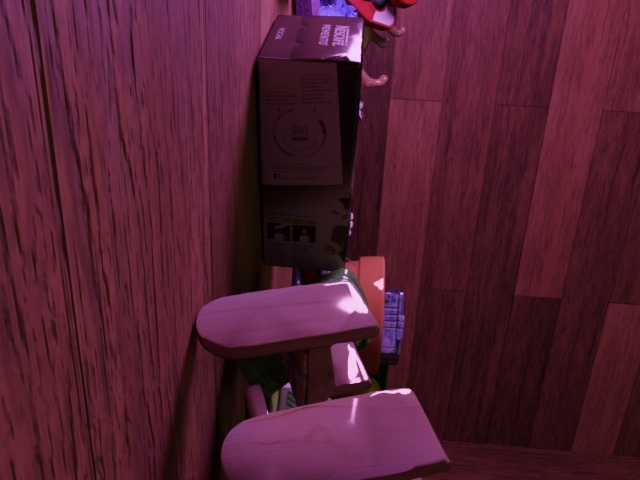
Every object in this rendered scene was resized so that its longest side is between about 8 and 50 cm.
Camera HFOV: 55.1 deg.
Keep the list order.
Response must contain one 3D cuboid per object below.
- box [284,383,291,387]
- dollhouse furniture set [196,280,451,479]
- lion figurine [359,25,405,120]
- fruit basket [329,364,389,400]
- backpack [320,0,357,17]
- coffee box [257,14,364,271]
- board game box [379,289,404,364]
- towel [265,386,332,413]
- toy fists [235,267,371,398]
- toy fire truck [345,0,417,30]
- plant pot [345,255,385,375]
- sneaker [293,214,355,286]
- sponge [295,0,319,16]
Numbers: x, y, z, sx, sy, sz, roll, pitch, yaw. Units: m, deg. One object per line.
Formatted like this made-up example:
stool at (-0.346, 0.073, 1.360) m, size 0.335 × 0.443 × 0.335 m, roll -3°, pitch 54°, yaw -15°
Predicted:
box at (-0.066, 0.314, 1.081) m, size 0.105 × 0.043 × 0.179 m, roll -78°, pitch 173°, yaw -67°
dollhouse furniture set at (-0.046, 0.298, 0.463) m, size 0.394 × 0.256 × 0.362 m, roll -118°, pitch -155°, yaw -53°
lion figurine at (0.087, -0.553, 1.707) m, size 0.142 × 0.240 × 0.392 m, roll -11°, pitch -123°, yaw 57°
fruit basket at (0.092, 0.389, 1.723) m, size 0.392 × 0.282 × 0.392 m, roll 42°, pitch -41°, yaw 50°
backpack at (0.029, -0.466, 1.329) m, size 0.120 × 0.101 × 0.098 m, roll -77°, pitch 165°, yaw -49°
coffee box at (-0.010, -0.127, 0.817) m, size 0.168 × 0.118 × 0.297 m, roll -81°, pitch 174°, yaw -53°
board game box at (0.177, 0.225, 1.551) m, size 0.194 × 0.060 × 0.194 m, roll 34°, pitch 59°, yaw -87°
towel at (-0.043, 0.354, 0.958) m, size 0.325 × 0.038 × 0.248 m, roll 45°, pitch 47°, yaw -68°
toy fists at (-0.006, 0.102, 0.733) m, size 0.096 × 0.142 × 0.279 m, roll 56°, pitch 4°, yaw 1°
toy fire truck at (0.113, -0.698, 1.547) m, size 0.169 × 0.253 × 0.302 m, roll 3°, pitch -92°, yaw 58°
plant pot at (0.047, 0.175, 1.506) m, size 0.291 × 0.203 × 0.291 m, roll 5°, pitch 90°, yaw -87°
sneaker at (0.000, 0.000, 1.313) m, size 0.112 × 0.120 × 0.299 m, roll 27°, pitch 55°, yaw -54°
sponge at (-0.021, -0.418, 1.067) m, size 0.210 × 0.031 × 0.117 m, roll 84°, pitch 10°, yaw -70°
